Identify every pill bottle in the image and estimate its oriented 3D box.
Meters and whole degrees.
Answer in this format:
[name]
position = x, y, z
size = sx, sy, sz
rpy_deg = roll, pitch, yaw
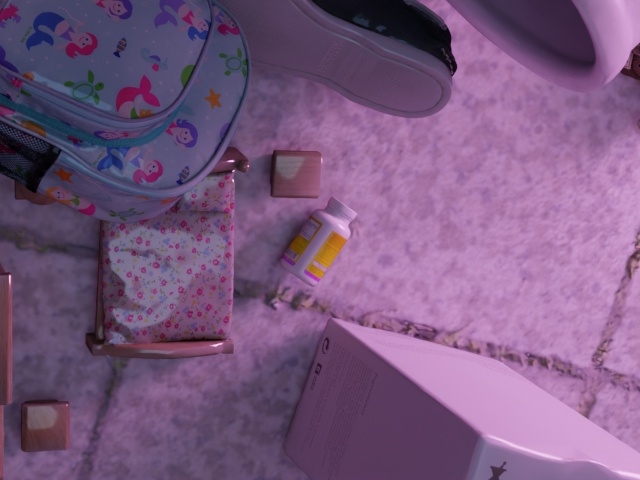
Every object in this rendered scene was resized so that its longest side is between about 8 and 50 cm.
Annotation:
[pill bottle]
position = 0.000, 0.000, 1.681
size = 0.043, 0.043, 0.083
rpy_deg = 35, 91, -22

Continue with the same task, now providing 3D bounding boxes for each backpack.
[backpack]
position = -0.187, -0.145, 1.480
size = 0.253, 0.191, 0.225
rpy_deg = 33, 62, -16

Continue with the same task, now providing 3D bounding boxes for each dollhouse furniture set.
[dollhouse furniture set]
position = -0.160, 0.077, 1.580
size = 0.356, 0.174, 0.303
rpy_deg = -1, 104, -17

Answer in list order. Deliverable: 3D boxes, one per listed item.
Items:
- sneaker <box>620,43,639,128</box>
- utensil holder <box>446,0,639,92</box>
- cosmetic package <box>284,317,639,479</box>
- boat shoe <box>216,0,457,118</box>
[sneaker]
position = 0.329, -0.195, 1.728
size = 0.071, 0.066, 0.188
rpy_deg = -25, 109, -10
[utensil holder]
position = 0.262, -0.378, 1.526
size = 0.385, 0.327, 0.327
rpy_deg = -45, 112, -5
[cosmetic package]
position = 0.137, 0.208, 1.594
size = 0.217, 0.385, 0.156
rpy_deg = 16, 98, -20
[boat shoe]
position = -0.012, -0.210, 1.604
size = 0.303, 0.091, 0.114
rpy_deg = 26, 138, -23
